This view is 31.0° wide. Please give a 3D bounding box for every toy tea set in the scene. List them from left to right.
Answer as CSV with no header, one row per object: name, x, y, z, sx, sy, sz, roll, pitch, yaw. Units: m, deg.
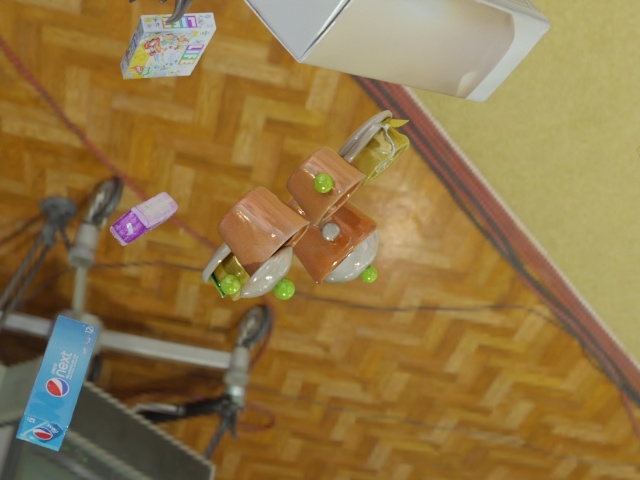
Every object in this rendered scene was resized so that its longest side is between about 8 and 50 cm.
toy tea set,0.000,0.000,1.173,0.124,0.336,0.200,45,125,6

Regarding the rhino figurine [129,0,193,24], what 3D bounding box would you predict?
rhino figurine,-0.151,-0.310,1.069,0.106,0.243,0.073,-6,167,-8

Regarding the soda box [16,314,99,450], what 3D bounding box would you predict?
soda box,-0.412,0.221,1.817,0.071,0.210,0.067,19,130,-11

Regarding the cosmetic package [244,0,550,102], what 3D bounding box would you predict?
cosmetic package,0.023,-0.085,0.392,0.115,0.060,0.041,2,135,-52

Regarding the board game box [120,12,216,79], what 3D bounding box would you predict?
board game box,-0.219,-0.275,1.641,0.103,0.026,0.154,-8,166,-22

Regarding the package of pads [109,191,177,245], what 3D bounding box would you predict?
package of pads,-0.209,-0.027,1.372,0.050,0.083,0.032,-37,91,24

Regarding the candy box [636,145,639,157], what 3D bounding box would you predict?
candy box,0.538,-0.135,1.544,0.206,0.027,0.105,-26,140,23
